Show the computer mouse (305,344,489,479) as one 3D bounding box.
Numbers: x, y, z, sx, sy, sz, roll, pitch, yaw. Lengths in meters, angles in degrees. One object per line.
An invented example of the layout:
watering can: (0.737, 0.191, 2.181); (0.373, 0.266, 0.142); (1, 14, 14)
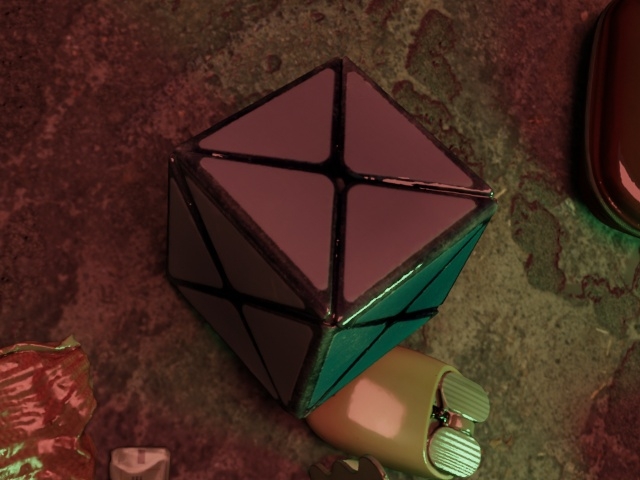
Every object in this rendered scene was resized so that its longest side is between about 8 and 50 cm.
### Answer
computer mouse: (0.094, 0.201, 1.115); (0.236, 0.082, 0.145); (23, 66, -12)

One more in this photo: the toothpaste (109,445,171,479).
toothpaste: (-0.194, 0.348, 0.979); (0.067, 0.037, 0.255); (3, 69, -15)

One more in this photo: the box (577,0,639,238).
box: (0.513, -0.183, 1.385); (0.263, 0.108, 0.404); (18, 68, -16)

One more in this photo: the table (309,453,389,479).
table: (0.054, 0.313, 0.996); (0.166, 0.198, 0.167); (6, 72, -20)

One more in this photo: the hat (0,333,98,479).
hat: (-0.363, 0.219, 0.914); (0.286, 0.107, 0.237); (0, 83, -34)

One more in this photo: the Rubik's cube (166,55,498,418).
Rubik's cube: (0.000, 0.000, 1.012); (0.259, 0.260, 0.255); (-37, 69, -25)
